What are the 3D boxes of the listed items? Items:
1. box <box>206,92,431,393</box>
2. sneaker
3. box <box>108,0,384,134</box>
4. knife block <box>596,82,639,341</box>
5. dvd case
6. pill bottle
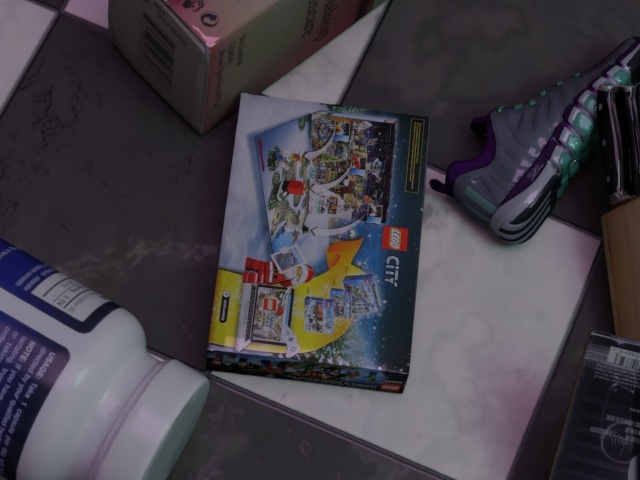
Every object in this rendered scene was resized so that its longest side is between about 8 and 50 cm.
[{"bbox_3d":[0.000,0.000,1.606,0.159,0.044,0.233,8,64,-2],"label":"box"},{"bbox_3d":[0.186,-0.104,1.658,0.098,0.083,0.223,32,65,18],"label":"sneaker"},{"bbox_3d":[-0.049,-0.222,1.650,0.232,0.148,0.127,-38,74,-20],"label":"box"},{"bbox_3d":[0.270,0.010,1.568,0.242,0.088,0.275,43,67,-6],"label":"knife block"},{"bbox_3d":[0.251,0.189,1.483,0.164,0.018,0.221,14,103,1],"label":"dvd case"},{"bbox_3d":[-0.224,0.093,1.478,0.265,0.153,0.153,29,65,8],"label":"pill bottle"}]
